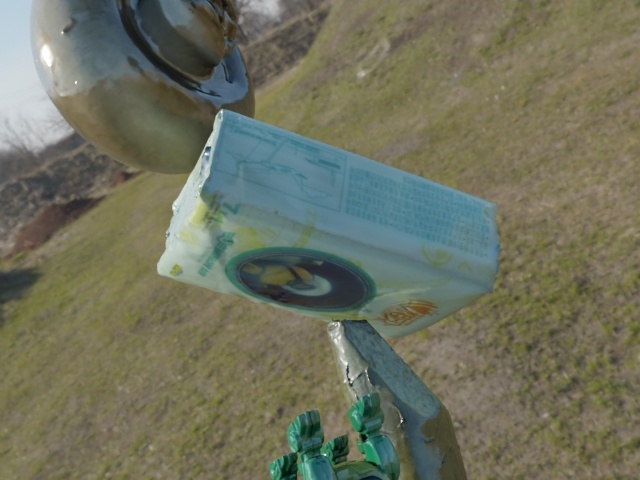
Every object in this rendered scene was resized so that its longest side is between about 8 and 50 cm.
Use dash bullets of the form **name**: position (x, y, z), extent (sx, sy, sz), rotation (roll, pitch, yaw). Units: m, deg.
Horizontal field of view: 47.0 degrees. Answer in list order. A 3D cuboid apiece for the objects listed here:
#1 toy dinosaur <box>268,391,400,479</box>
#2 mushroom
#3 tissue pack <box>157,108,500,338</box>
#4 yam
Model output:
- **toy dinosaur**: position (0.014, 0.226, 0.593), extent (0.094, 0.153, 0.259), rotation (-8, -25, -29)
- **mushroom**: position (-0.229, -0.277, 1.068), extent (0.294, 0.362, 0.362), rotation (-34, 11, 24)
- **tissue pack**: position (0.000, 0.000, 0.998), extent (0.287, 0.387, 0.162), rotation (138, 145, -60)
- **yam**: position (0.083, 0.195, 0.746), extent (0.106, 0.259, 0.106), rotation (-13, -16, -4)
